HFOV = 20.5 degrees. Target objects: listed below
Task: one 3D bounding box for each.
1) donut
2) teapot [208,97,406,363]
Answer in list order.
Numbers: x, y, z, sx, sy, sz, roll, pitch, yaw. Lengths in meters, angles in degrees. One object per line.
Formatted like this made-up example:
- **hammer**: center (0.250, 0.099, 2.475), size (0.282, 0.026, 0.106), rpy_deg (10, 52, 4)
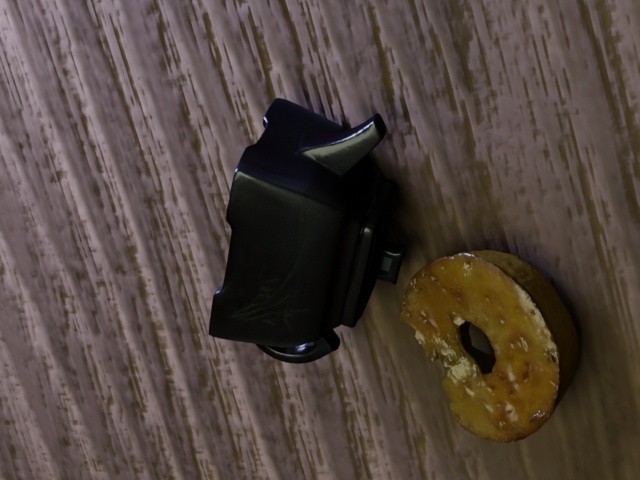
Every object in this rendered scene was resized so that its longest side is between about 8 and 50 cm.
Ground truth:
- **donut**: center (0.098, 0.052, 0.962), size (0.097, 0.043, 0.108), rpy_deg (-19, 99, 45)
- **teapot**: center (0.000, 0.000, 0.996), size (0.096, 0.087, 0.177), rpy_deg (16, 126, 6)
